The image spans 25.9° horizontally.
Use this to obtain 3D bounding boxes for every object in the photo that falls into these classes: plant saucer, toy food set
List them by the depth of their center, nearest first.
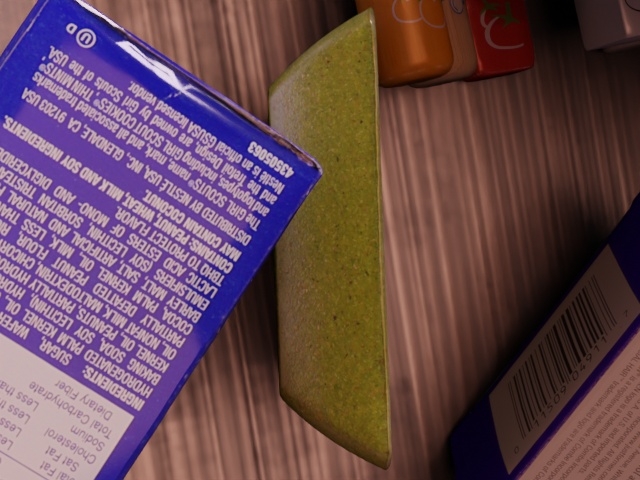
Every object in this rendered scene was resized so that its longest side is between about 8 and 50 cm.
[{"bbox_3d":[0.000,0.000,0.646,0.045,0.188,0.188,-2,90,-3],"label":"plant saucer"},{"bbox_3d":[0.112,-0.144,0.710,0.232,0.111,0.104,-13,92,-19],"label":"toy food set"}]

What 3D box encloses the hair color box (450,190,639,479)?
[{"bbox_3d":[0.259,0.136,0.718,0.339,0.110,0.185,32,109,-11],"label":"hair color box"}]

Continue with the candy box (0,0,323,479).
[{"bbox_3d":[-0.150,0.081,0.560,0.122,0.268,0.317,34,82,-8],"label":"candy box"}]
